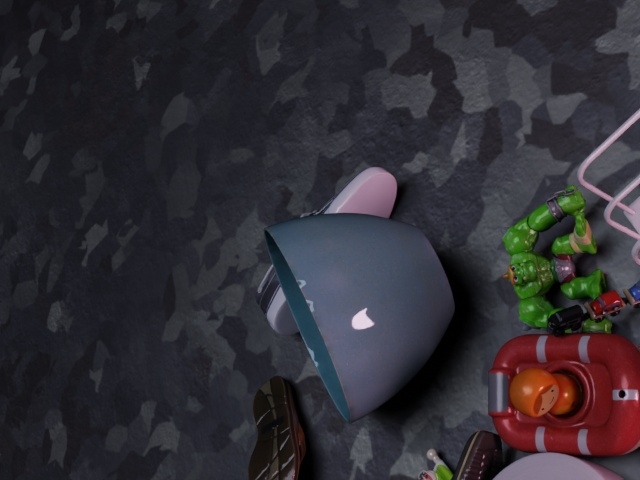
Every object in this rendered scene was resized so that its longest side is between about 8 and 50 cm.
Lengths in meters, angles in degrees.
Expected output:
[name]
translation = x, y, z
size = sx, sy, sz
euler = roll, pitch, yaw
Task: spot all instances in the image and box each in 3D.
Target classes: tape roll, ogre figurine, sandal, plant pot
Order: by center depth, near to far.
[tape roll]
translation = 0.288, 0.370, 1.538
size = 0.219, 0.072, 0.219
euler = -16, 65, 37
[ogre figurine]
translation = 0.301, 0.040, 1.642
size = 0.118, 0.097, 0.197
euler = -16, 96, 25
[plant pot]
translation = 0.068, 0.078, 1.743
size = 0.195, 0.290, 0.290
euler = -24, 52, -7
[sandal]
translation = -0.060, 0.304, 1.899
size = 0.090, 0.060, 0.219
euler = -31, 41, 23

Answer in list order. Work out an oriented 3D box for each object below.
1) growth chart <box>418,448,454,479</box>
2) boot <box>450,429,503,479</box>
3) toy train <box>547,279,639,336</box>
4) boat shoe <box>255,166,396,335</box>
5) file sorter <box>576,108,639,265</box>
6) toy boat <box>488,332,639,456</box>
[growth chart]
translation = 0.135, 0.421, 1.696
size = 0.237, 0.021, 0.172
euler = -56, 47, 12
[boot]
translation = 0.152, 0.329, 1.652
size = 0.137, 0.077, 0.198
euler = 13, 84, 49
[toy train]
translation = 0.352, 0.078, 1.563
size = 0.158, 0.036, 0.027
euler = -19, 51, -7
[boat shoe]
translation = 0.000, 0.000, 1.928
size = 0.301, 0.108, 0.102
euler = -58, 47, 20
[file sorter]
translation = 0.457, -0.019, 1.462
size = 0.193, 0.173, 0.277
euler = -45, 50, 21
[toy boat]
translation = 0.287, 0.186, 1.544
size = 0.231, 0.151, 0.151
euler = -6, 81, 42
